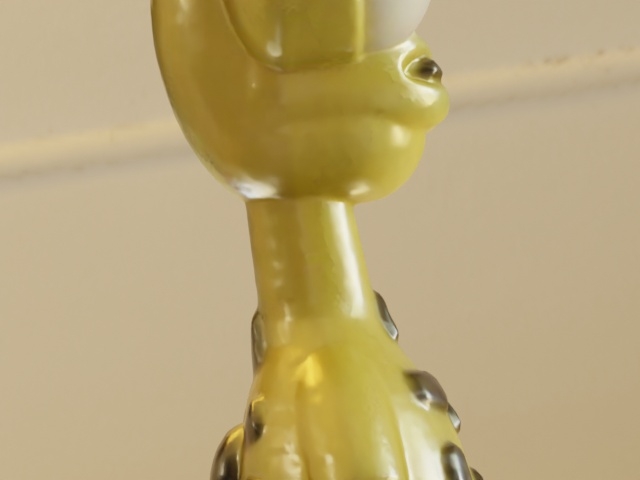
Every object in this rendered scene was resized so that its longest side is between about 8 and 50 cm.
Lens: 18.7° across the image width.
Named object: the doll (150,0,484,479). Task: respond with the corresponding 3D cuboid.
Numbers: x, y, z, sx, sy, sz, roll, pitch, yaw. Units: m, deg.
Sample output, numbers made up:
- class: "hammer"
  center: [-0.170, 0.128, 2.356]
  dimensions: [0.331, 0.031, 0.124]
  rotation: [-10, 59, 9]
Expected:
- class: "doll"
  center: [0.001, 0.000, 0.583]
  dimensions: [0.086, 0.117, 0.291]
  rotation: [-7, -95, -10]
